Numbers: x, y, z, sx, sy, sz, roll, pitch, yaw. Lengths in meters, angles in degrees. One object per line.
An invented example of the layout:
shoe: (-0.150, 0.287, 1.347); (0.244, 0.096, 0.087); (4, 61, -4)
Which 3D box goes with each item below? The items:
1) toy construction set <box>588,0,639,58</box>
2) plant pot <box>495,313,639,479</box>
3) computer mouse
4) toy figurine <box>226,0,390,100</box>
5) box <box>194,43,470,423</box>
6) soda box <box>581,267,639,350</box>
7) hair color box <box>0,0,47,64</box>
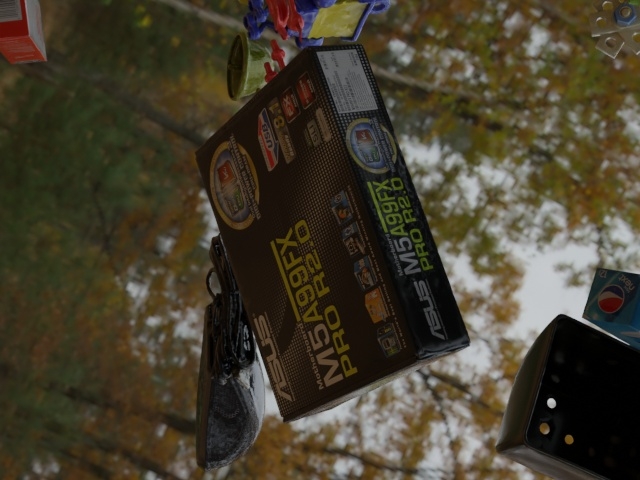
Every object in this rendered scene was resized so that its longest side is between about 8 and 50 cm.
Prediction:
toy construction set: (0.490, -0.360, 1.648); (0.328, 0.151, 0.215); (137, -32, -86)
plant pot: (0.337, 0.234, 1.576); (0.188, 0.188, 0.167); (-69, -170, -24)
computer mouse: (-0.090, 0.144, 1.251); (0.188, 0.072, 0.272); (-98, -167, -45)
toy figurine: (0.001, -0.294, 1.706); (0.362, 0.217, 0.191); (118, -46, -61)
box: (0.000, 0.000, 1.011); (0.216, 0.060, 0.270); (-33, -108, 52)
soda box: (0.413, 0.101, 1.453); (0.071, 0.210, 0.067); (9, -103, 48)
hair color box: (-0.326, -0.236, 1.266); (0.141, 0.043, 0.071); (155, -73, -84)
